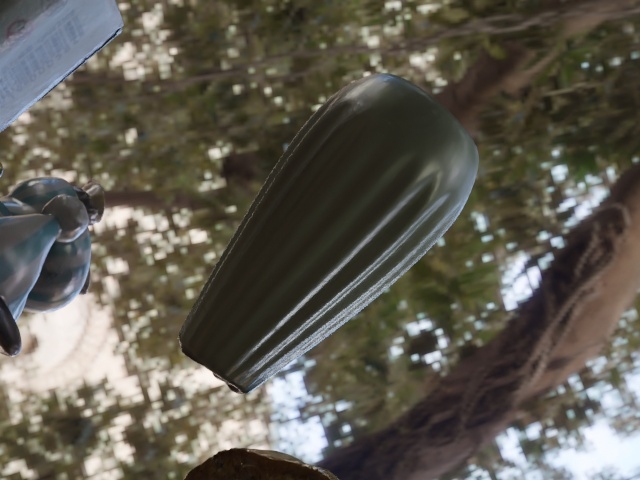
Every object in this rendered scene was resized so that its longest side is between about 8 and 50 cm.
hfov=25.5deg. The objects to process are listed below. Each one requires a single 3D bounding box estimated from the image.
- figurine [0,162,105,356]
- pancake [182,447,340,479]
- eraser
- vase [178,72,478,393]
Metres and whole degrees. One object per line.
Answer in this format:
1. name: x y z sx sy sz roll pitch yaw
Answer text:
1. figurine: -0.371 0.057 1.552 0.378 0.361 0.266 45 -53 50
2. pancake: -0.034 0.361 1.132 0.382 0.071 0.382 -4 -96 48
3. eraser: -0.296 -0.171 1.294 0.081 0.227 0.174 43 -14 13
4. vase: 0.000 0.000 1.008 0.128 0.248 0.128 41 -6 5
